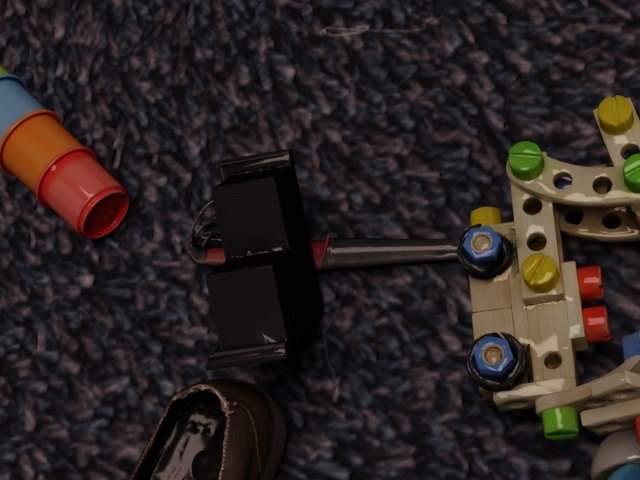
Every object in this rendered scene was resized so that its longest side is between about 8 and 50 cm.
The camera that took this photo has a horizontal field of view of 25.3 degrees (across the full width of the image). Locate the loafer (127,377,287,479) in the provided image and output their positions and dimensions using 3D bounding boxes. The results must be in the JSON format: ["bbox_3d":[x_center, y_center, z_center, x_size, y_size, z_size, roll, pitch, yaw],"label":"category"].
[{"bbox_3d":[-0.149,0.273,1.200,0.133,0.130,0.366,11,71,22],"label":"loafer"}]

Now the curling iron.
[{"bbox_3d":[0.000,0.000,1.327,0.274,0.035,0.068,3,68,19],"label":"curling iron"}]

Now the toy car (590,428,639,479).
[{"bbox_3d":[0.289,0.206,1.086,0.182,0.136,0.159,-13,64,12],"label":"toy car"}]

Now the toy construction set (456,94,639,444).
[{"bbox_3d":[0.224,0.039,1.177,0.215,0.151,0.328,-9,49,12],"label":"toy construction set"}]

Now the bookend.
[{"bbox_3d":[-0.060,0.014,1.239,0.072,0.157,0.156,-9,101,14],"label":"bookend"}]

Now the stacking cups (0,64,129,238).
[{"bbox_3d":[-0.319,-0.117,1.447,0.096,0.096,0.316,-45,62,-5],"label":"stacking cups"}]
